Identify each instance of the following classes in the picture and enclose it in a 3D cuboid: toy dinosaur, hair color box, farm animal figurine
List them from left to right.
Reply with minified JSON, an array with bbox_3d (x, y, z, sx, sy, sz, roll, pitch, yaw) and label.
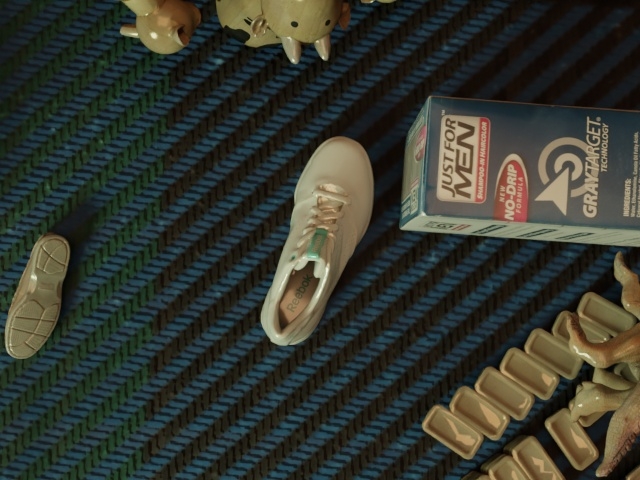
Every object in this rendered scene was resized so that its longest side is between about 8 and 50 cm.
[{"bbox_3d":[-0.056,-0.226,0.695,0.330,0.327,0.172,-5,95,2],"label":"farm animal figurine"},{"bbox_3d":[0.254,-0.053,0.756,0.347,0.174,0.105,4,86,0],"label":"hair color box"},{"bbox_3d":[0.330,0.104,0.715,0.200,0.295,0.127,9,109,32],"label":"toy dinosaur"}]

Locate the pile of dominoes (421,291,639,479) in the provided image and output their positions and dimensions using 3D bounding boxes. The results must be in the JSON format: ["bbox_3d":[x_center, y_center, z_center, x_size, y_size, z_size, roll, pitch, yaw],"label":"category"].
[{"bbox_3d":[0.243,0.182,0.824,0.251,0.040,0.196,-35,87,-10],"label":"pile of dominoes"}]

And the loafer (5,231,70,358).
[{"bbox_3d":[-0.277,0.052,0.820,0.045,0.039,0.125,18,90,-32],"label":"loafer"}]

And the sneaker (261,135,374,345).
[{"bbox_3d":[0.000,0.000,0.791,0.080,0.094,0.212,17,87,2],"label":"sneaker"}]
